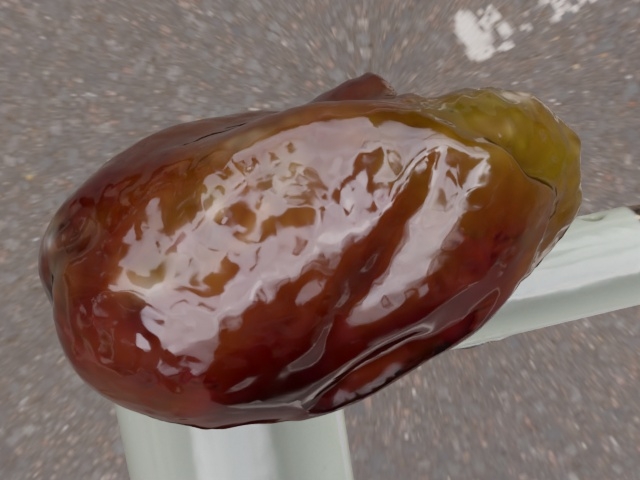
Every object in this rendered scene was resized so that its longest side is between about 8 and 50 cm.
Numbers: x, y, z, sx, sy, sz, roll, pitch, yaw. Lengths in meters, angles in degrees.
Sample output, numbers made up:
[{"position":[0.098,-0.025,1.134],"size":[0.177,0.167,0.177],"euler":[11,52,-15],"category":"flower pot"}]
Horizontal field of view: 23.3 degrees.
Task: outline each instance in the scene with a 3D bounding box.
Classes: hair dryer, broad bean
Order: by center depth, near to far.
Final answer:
[{"position":[-0.001,-0.003,0.639],"size":[0.228,0.156,0.122],"euler":[-23,55,-11],"category":"broad bean"},{"position":[0.058,0.040,0.886],"size":[0.362,0.128,0.203],"euler":[-12,106,-12],"category":"hair dryer"}]
